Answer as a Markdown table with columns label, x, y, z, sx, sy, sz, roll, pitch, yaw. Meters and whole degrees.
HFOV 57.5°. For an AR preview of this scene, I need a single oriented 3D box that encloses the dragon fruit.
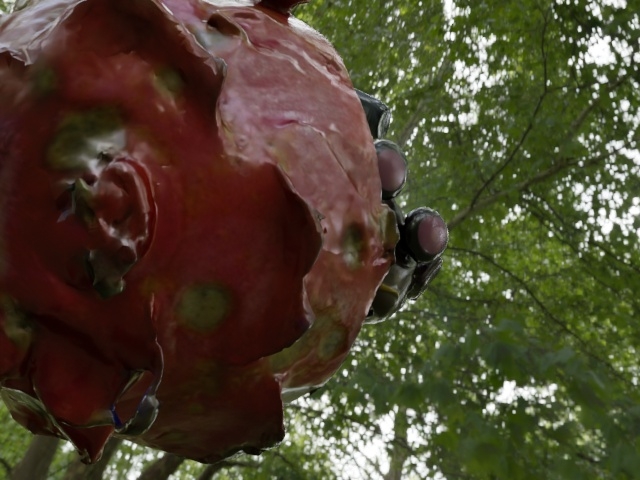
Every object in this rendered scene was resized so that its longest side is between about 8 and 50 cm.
| label | x | y | z | sx | sy | sz | roll | pitch | yaw |
| --- | --- | --- | --- | --- | --- | --- | --- | --- | --- |
| dragon fruit | -0.150 | -0.029 | 0.424 | 0.371 | 0.249 | 0.386 | 24 | -80 | 34 |

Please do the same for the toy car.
| label | x | y | z | sx | sy | sz | roll | pitch | yaw |
| --- | --- | --- | --- | --- | --- | --- | --- | --- | --- |
| toy car | 0.000 | 0.000 | 0.843 | 0.340 | 0.240 | 0.271 | 52 | -26 | -20 |

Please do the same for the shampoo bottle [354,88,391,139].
| label | x | y | z | sx | sy | sz | roll | pitch | yaw |
| --- | --- | --- | --- | --- | --- | --- | --- | --- | --- |
| shampoo bottle | 0.036 | -0.280 | 1.193 | 0.234 | 0.049 | 0.087 | 30 | -40 | 27 |

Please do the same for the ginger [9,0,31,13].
| label | x | y | z | sx | sy | sz | roll | pitch | yaw |
| --- | --- | --- | --- | --- | --- | --- | --- | --- | --- |
| ginger | -0.511 | -0.516 | 1.209 | 0.236 | 0.375 | 0.166 | 6 | -11 | -8 |
